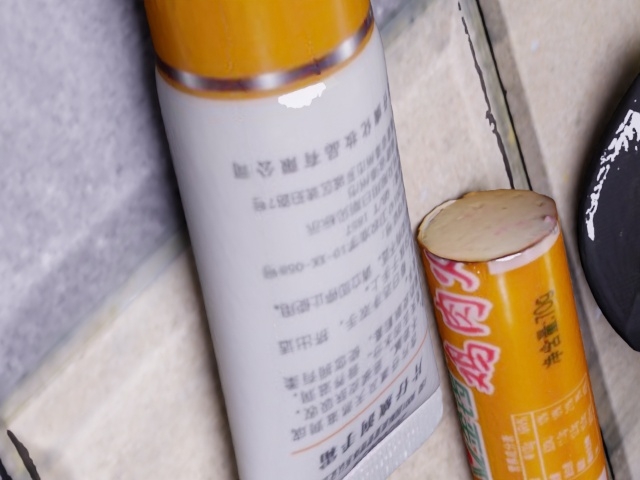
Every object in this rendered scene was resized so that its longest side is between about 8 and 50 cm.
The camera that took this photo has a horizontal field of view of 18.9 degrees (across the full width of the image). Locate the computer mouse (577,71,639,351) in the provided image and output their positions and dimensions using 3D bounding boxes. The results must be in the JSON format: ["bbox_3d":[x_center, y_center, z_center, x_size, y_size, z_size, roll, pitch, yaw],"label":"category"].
[{"bbox_3d":[0.170,-0.026,1.036,0.099,0.057,0.172,-5,101,-63],"label":"computer mouse"}]

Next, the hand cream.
[{"bbox_3d":[0.000,0.000,0.815,0.140,0.089,0.314,-38,132,-37],"label":"hand cream"}]

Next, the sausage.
[{"bbox_3d":[0.105,0.088,0.980,0.071,0.071,0.234,-40,128,-37],"label":"sausage"}]
